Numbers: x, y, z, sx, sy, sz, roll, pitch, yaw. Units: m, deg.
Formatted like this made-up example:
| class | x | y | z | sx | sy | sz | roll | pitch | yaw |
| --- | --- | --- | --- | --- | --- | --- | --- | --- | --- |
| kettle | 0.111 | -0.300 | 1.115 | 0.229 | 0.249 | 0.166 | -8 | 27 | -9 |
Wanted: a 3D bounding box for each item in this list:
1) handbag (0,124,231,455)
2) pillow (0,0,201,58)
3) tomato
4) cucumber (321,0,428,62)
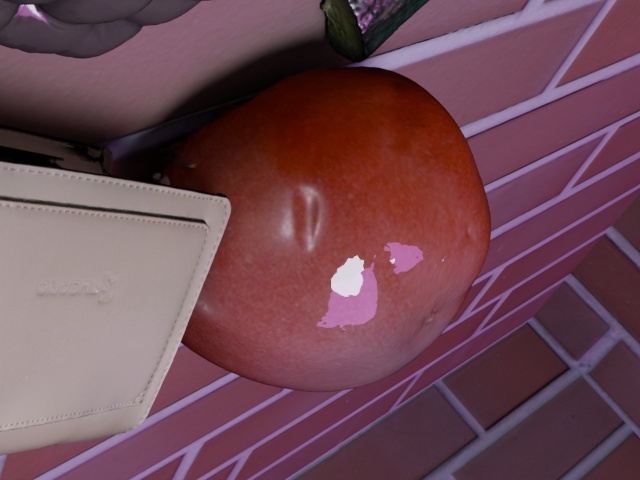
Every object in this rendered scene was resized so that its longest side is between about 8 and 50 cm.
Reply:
| class | x | y | z | sx | sy | sz | roll | pitch | yaw |
| --- | --- | --- | --- | --- | --- | --- | --- | --- | --- |
| handbag | -0.238 | 0.041 | 0.737 | 0.358 | 0.160 | 0.236 | 7 | 101 | -66 |
| pillow | -0.110 | -0.161 | 0.458 | 0.228 | 0.101 | 0.326 | -17 | 174 | 22 |
| tomato | 0.000 | 0.000 | 1.007 | 0.341 | 0.273 | 0.341 | -36 | 164 | -12 |
| cucumber | 0.057 | -0.224 | 0.959 | 0.115 | 0.062 | 0.116 | -44 | 163 | -4 |
